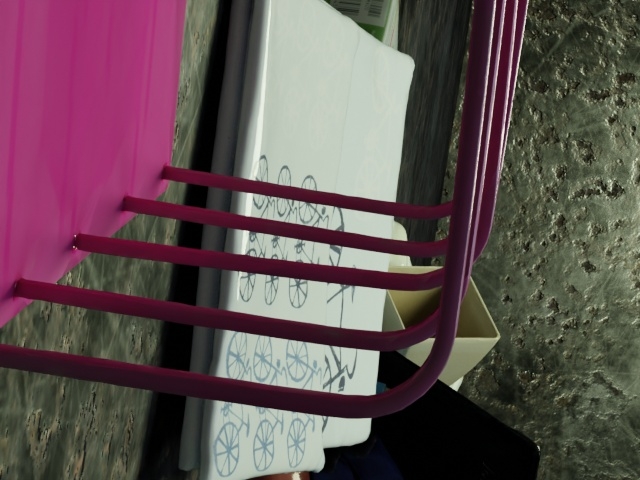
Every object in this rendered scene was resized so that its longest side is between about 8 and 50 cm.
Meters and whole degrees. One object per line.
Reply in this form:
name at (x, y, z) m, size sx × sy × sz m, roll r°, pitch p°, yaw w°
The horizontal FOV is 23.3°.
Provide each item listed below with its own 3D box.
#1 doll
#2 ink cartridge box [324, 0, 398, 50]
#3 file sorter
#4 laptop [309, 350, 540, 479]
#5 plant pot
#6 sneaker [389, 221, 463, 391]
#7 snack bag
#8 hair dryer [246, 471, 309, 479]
doll at (0.019, 0.169, 1.339) m, size 0.189 × 0.129 × 0.046 m, roll 61°, pitch 5°, yaw -3°
ink cartridge box at (0.027, -0.121, 1.319) m, size 0.209 × 0.062 × 0.109 m, roll 90°, pitch 12°, yaw -52°
file sorter at (-0.018, -0.074, 0.585) m, size 0.290 × 0.182 × 0.202 m, roll -56°, pitch 154°, yaw -72°
laptop at (0.093, 0.195, 1.537) m, size 0.408 × 0.236 × 0.382 m, roll -70°, pitch 167°, yaw -55°
plant pot at (0.110, 0.099, 1.647) m, size 0.109 × 0.109 × 0.096 m, roll -112°, pitch -148°, yaw -43°
sneaker at (0.097, 0.119, 1.757) m, size 0.110 × 0.118 × 0.292 m, roll -170°, pitch -105°, yaw -76°
snack bag at (0.000, 0.000, 1.059) m, size 0.342 × 0.037 × 0.323 m, roll 16°, pitch 79°, yaw -70°
hair dryer at (-0.016, 0.235, 1.170) m, size 0.223 × 0.080 × 0.293 m, roll -49°, pitch 129°, yaw -58°
